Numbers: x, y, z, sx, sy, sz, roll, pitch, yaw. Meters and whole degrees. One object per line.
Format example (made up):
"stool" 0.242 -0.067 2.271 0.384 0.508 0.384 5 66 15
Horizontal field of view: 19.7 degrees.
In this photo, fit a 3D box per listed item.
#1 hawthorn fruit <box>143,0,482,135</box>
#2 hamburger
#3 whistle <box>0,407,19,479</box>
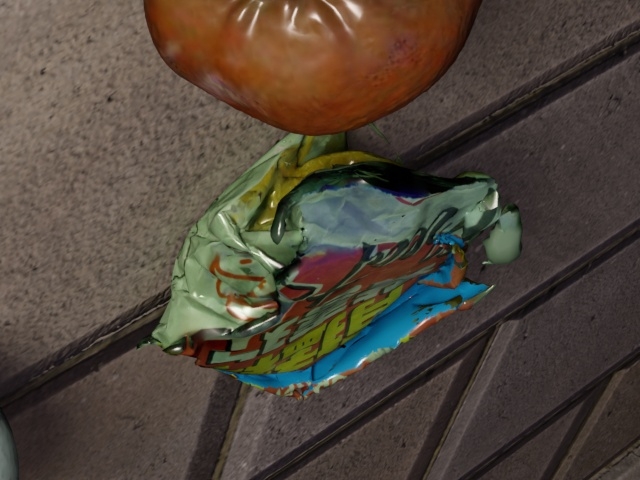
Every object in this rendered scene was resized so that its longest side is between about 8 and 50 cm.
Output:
"hawthorn fruit" 0.014 -0.160 1.015 0.199 0.199 0.251 -54 168 19
"hamburger" 0.005 -0.006 1.349 0.261 0.150 0.276 3 146 -41
"whistle" -0.250 0.151 1.105 0.163 0.163 0.289 -41 158 -12
